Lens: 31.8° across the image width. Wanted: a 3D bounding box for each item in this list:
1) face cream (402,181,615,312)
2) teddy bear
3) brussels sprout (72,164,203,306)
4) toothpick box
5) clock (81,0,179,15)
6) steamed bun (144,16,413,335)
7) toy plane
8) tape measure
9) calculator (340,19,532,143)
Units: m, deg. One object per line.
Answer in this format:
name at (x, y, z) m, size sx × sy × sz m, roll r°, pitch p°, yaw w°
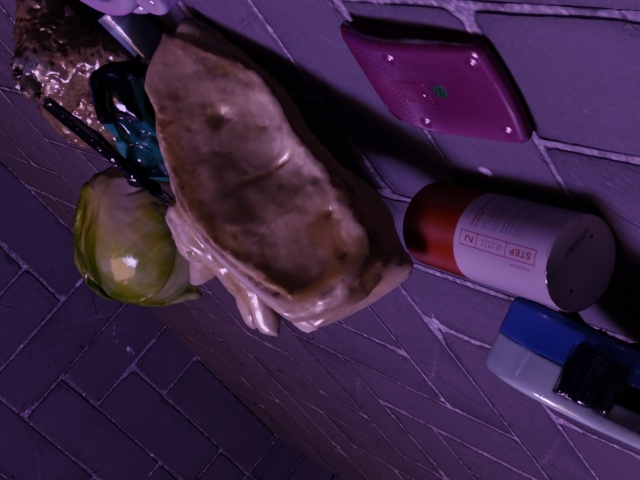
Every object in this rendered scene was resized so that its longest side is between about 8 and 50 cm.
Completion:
face cream at (0.186, 0.001, 1.142) m, size 0.214 × 0.096 × 0.096 m, roll 19°, pitch 154°, yaw 53°
teddy bear at (-0.342, -0.228, 1.600) m, size 0.267 × 0.156 × 0.256 m, roll 40°, pitch 170°, yaw 20°
brussels sprout at (-0.331, -0.003, 2.060) m, size 0.259 × 0.227 × 0.294 m, roll 31°, pitch 129°, yaw 37°
toothpick box at (-0.239, -0.271, 1.445) m, size 0.083 × 0.052 × 0.052 m, roll 45°, pitch 163°, yaw -21°
clock at (-0.257, -0.342, 1.234) m, size 0.227 × 0.090 × 0.248 m, roll 48°, pitch 164°, yaw -24°
steamed bun at (-0.078, -0.034, 1.314) m, size 0.428 × 0.247 × 0.189 m, roll 48°, pitch -178°, yaw 27°
toy plane at (-0.202, -0.114, 1.460) m, size 0.106 × 0.155 × 0.381 m, roll 1°, pitch 149°, yaw 28°
tape measure at (0.273, 0.130, 1.203) m, size 0.215 × 0.098 × 0.351 m, roll 25°, pitch 180°, yaw -9°
calculator at (0.103, -0.146, 1.047) m, size 0.190 × 0.034 × 0.126 m, roll 20°, pitch 153°, yaw 48°
